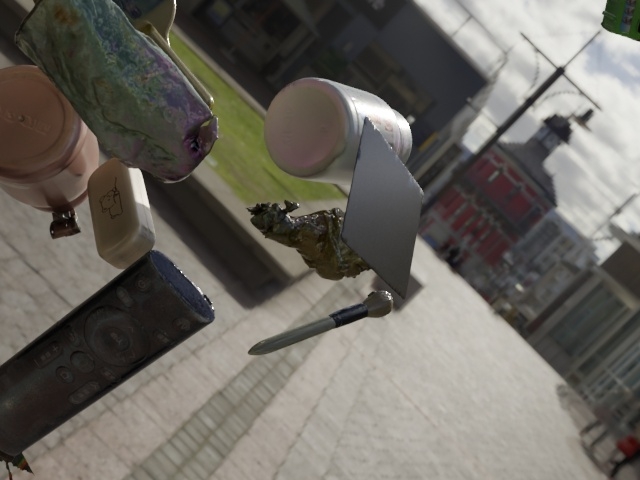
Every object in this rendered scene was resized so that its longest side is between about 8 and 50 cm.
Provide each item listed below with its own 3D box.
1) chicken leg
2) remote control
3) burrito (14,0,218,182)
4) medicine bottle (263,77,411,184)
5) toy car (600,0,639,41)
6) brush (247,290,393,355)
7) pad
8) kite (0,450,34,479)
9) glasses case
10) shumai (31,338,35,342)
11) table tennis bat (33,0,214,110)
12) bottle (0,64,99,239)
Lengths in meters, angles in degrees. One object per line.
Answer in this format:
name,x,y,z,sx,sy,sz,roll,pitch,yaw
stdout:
chicken leg,0.000,0.000,1.315,0.228,0.103,0.088,11,-16,-39
remote control,-0.286,0.143,1.122,0.107,0.377,0.044,47,30,-16
burrito,-0.207,-0.155,0.966,0.229,0.144,0.089,48,50,-11
medicine bottle,0.042,-0.181,1.641,0.170,0.170,0.293,47,22,21
toy car,0.426,-0.352,1.270,0.062,0.165,0.071,3,23,-7
brush,0.005,0.126,1.450,0.299,0.042,0.039,-14,30,-40
pad,0.072,-0.030,1.045,0.003,0.143,0.211,3,-20,25
kite,-0.427,0.289,1.288,0.004,0.122,0.090,-11,95,-52
glasses case,-0.294,-0.043,1.390,0.050,0.083,0.196,47,14,-45
shumai,-0.486,0.215,1.790,0.124,0.087,0.099,-1,63,-41
table tennis bat,-0.258,-0.296,1.287,0.321,0.198,0.050,52,-35,-11
bottle,-0.427,-0.122,1.457,0.297,0.173,0.206,118,-43,-76
